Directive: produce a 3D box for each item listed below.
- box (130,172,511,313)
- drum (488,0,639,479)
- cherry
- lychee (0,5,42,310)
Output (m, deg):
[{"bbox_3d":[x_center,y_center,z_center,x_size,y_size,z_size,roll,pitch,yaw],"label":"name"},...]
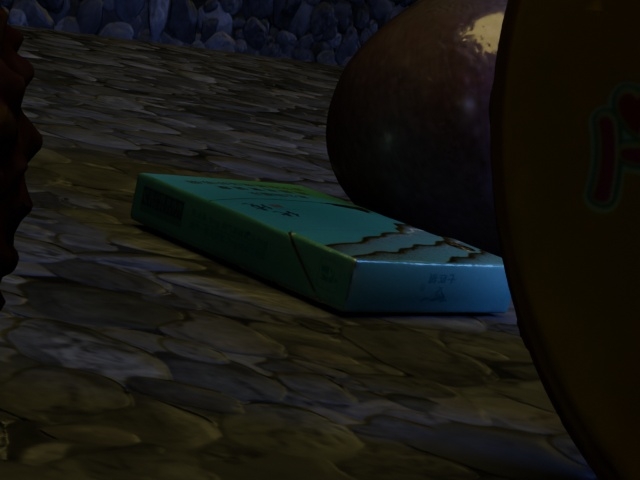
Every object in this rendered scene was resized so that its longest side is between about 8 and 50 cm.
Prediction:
[{"bbox_3d":[0.000,0.000,1.135,0.162,0.041,0.229,2,14,-43],"label":"box"},{"bbox_3d":[0.284,-0.039,0.630,0.431,0.431,0.214,15,10,19],"label":"drum"},{"bbox_3d":[0.130,-0.089,1.312,0.261,0.221,0.307,9,-8,-28],"label":"cherry"},{"bbox_3d":[-0.214,-0.027,0.514,0.271,0.271,0.271,12,10,-2],"label":"lychee"}]
